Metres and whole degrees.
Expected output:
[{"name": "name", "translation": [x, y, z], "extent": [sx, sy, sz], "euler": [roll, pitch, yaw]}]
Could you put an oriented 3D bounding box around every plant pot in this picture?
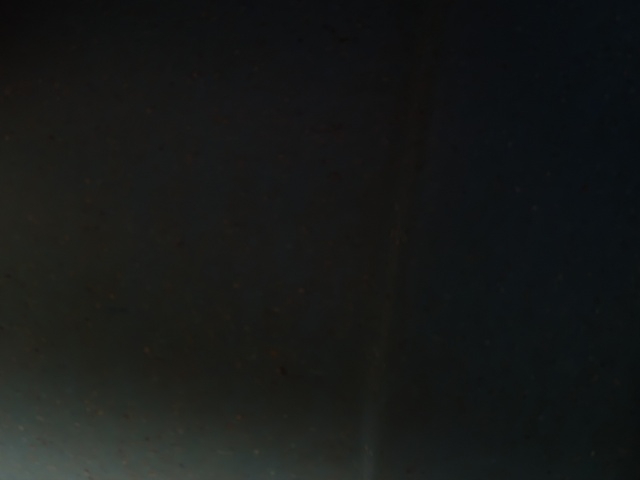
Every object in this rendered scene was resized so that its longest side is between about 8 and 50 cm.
[{"name": "plant pot", "translation": [-0.039, -0.016, 0.559], "extent": [0.334, 0.341, 0.341], "euler": [10, 172, 8]}]
